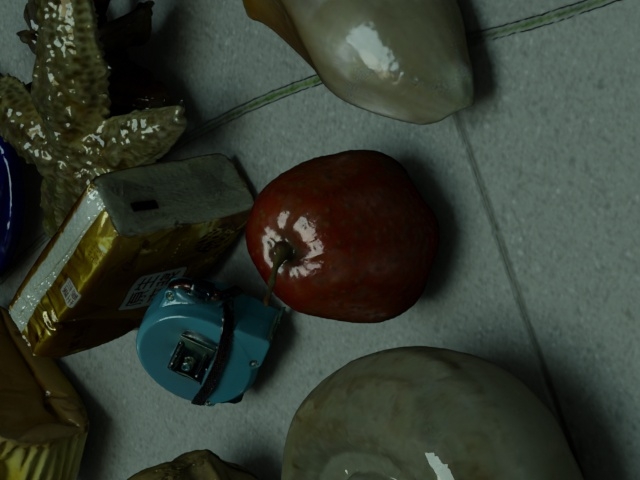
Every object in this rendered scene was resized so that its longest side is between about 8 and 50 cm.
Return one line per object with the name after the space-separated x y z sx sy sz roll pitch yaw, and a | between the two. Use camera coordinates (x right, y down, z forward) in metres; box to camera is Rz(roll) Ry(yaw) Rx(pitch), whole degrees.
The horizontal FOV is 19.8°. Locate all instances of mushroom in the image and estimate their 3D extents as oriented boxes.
0.061 0.234 1.503 0.297 0.290 0.297 12 106 46 | mushroom

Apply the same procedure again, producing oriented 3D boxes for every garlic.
0.022 -0.205 1.624 0.318 0.112 0.143 41 129 50 | garlic

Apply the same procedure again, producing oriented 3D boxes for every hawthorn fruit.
0.000 0.000 1.596 0.162 0.203 0.163 7 99 46 | hawthorn fruit

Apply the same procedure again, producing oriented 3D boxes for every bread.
-0.392 0.199 2.088 0.288 0.204 0.156 39 120 32 | bread

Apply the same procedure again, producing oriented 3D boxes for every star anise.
-0.243 -0.187 1.928 0.288 0.088 0.288 21 122 38 | star anise

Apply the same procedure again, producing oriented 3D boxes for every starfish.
-0.294 -0.117 1.901 0.324 0.082 0.432 51 145 3 | starfish

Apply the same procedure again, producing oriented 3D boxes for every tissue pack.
-0.190 0.015 1.833 0.092 0.183 0.226 58 135 22 | tissue pack

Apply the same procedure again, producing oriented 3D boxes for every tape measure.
-0.115 0.096 1.815 0.125 0.081 0.146 23 129 -4 | tape measure

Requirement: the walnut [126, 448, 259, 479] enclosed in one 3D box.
-0.125 0.326 1.814 0.198 0.198 0.245 10 97 48 | walnut

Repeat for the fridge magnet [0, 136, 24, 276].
-0.433 -0.069 2.151 0.265 0.112 0.265 15 109 49 | fridge magnet
